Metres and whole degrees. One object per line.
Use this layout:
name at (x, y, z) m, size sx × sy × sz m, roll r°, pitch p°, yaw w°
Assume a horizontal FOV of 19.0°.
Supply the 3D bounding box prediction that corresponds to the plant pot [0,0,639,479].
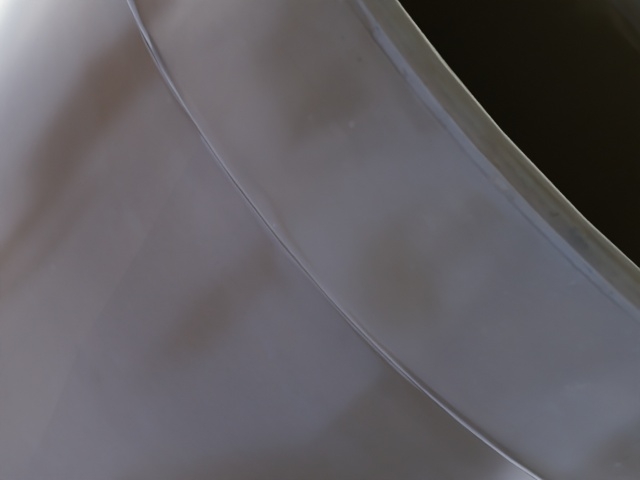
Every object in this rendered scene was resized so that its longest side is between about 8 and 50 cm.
plant pot at (0.000, 0.000, 0.618) m, size 0.323 × 0.280 × 0.323 m, roll 35°, pitch -148°, yaw -26°
